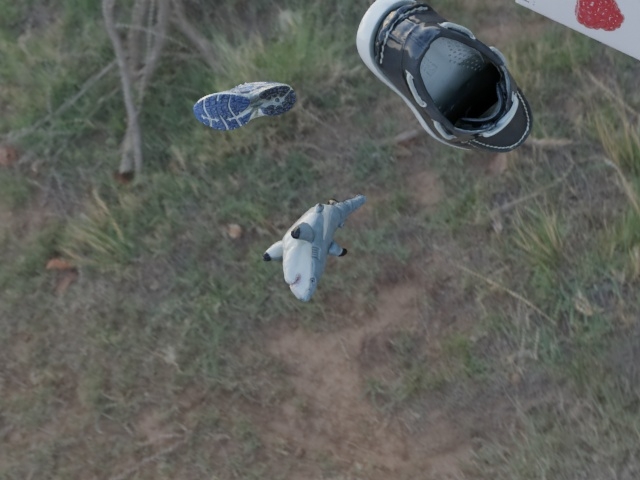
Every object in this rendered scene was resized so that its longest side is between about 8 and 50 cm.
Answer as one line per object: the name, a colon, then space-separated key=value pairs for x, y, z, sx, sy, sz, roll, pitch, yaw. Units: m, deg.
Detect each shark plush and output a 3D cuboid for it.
shark plush: x=0.000 y=0.000 z=1.055 sx=0.073 sy=0.067 sz=0.161 roll=-40 pitch=6 yaw=37

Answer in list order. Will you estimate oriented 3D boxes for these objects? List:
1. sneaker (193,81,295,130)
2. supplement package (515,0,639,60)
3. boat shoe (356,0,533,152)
sneaker: x=-0.103 y=-0.184 z=1.274 sx=0.135 sy=0.052 sz=0.058 roll=-9 pitch=26 yaw=-7
supplement package: x=0.442 y=-0.372 z=1.286 sx=0.293 sy=0.177 sz=0.175 roll=33 pitch=57 yaw=26
boat shoe: x=0.154 y=-0.154 z=1.015 sx=0.091 sy=0.303 sz=0.114 roll=41 pitch=104 yaw=41
